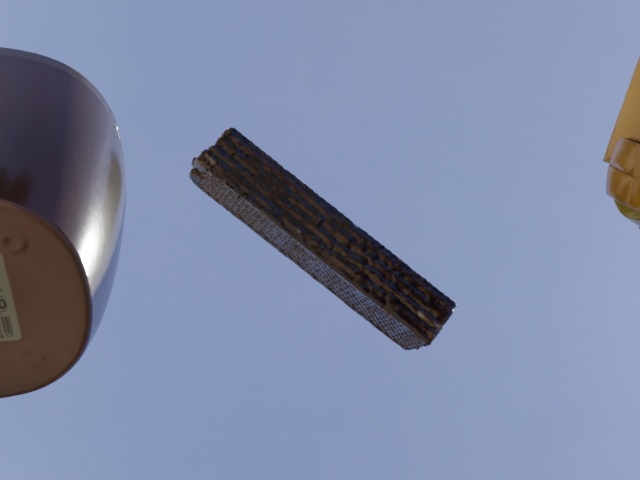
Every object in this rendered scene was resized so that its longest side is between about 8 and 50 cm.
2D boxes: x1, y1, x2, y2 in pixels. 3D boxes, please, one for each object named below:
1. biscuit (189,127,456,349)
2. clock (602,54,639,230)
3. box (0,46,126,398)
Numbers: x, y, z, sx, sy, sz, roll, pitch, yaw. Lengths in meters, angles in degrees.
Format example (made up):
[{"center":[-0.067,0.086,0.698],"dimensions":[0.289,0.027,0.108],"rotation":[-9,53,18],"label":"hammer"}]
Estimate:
[{"center":[0.000,0.000,1.422],"dimensions":[0.388,0.073,0.107],"rotation":[38,-16,-5],"label":"biscuit"},{"center":[0.411,-0.043,0.940],"dimensions":[0.317,0.244,0.200],"rotation":[-121,-143,-67],"label":"clock"},{"center":[-0.322,-0.004,1.026],"dimensions":[0.216,0.301,0.301],"rotation":[-101,-154,-50],"label":"box"}]
